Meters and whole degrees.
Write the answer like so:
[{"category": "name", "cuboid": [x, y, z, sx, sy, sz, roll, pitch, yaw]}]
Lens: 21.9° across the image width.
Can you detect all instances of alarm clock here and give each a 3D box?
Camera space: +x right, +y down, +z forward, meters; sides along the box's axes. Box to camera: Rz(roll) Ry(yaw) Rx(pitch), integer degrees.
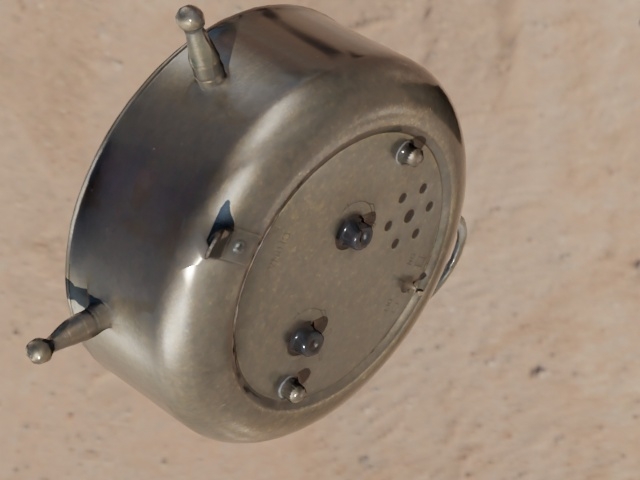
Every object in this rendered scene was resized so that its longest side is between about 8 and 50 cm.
[{"category": "alarm clock", "cuboid": [0.000, 0.000, 0.520, 0.064, 0.192, 0.129, 30, 101, 30]}]

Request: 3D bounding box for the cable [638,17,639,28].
[{"category": "cable", "cuboid": [0.262, -0.106, 0.678, 0.257, 0.257, 0.089, -3, 107, 62]}]
